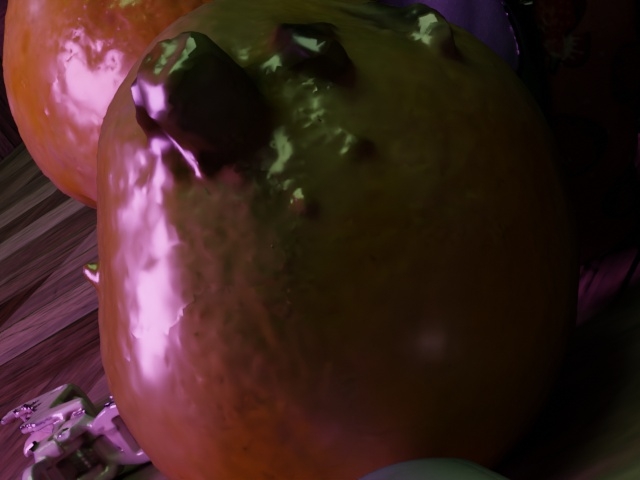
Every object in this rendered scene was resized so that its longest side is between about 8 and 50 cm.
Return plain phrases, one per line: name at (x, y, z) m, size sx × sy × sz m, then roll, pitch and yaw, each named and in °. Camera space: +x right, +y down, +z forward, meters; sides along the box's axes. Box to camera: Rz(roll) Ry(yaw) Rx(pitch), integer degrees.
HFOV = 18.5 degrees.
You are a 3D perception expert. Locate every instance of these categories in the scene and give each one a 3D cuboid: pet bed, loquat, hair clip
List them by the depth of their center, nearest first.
loquat at (0.000, 0.000, 0.595) m, size 0.149 × 0.204 × 0.172 m, roll -5°, pitch 56°, yaw 19°
pet bed at (0.062, -0.080, 0.709) m, size 0.053 × 0.201 × 0.201 m, roll -15°, pitch 9°, yaw -7°
hair clip at (-0.118, 0.091, 0.953) m, size 0.072 × 0.034 × 0.226 m, roll -35°, pitch 9°, yaw -8°
loquat at (-0.075, -0.121, 1.174) m, size 0.244 × 0.244 × 0.244 m, roll -36°, pitch 11°, yaw 8°

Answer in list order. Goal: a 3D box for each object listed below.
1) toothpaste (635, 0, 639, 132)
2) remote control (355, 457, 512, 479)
toothpaste at (0.129, -0.068, 0.685) m, size 0.061 × 0.096 × 0.266 m, roll -41°, pitch 9°, yaw -4°
remote control at (-0.070, 0.159, 0.472) m, size 0.313 × 0.055 × 0.109 m, roll -40°, pitch 11°, yaw -9°
